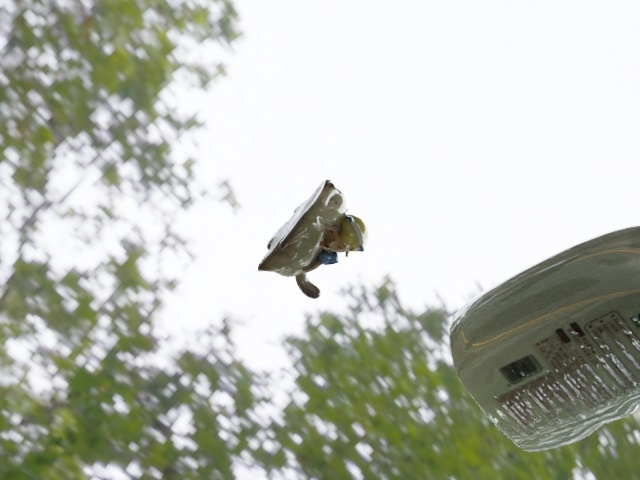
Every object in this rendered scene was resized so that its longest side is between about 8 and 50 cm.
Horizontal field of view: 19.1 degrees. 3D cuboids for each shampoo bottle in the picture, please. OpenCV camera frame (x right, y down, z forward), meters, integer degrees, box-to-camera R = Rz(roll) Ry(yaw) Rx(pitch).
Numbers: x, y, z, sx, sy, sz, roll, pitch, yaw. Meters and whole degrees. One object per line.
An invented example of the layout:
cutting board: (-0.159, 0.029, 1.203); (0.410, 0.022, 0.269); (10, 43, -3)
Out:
shampoo bottle: (0.127, 0.025, 0.729); (0.152, 0.077, 0.045); (-29, -151, 28)

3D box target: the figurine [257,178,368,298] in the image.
figurine: (0.000, 0.000, 1.249); (0.083, 0.050, 0.047); (-46, -162, 38)
